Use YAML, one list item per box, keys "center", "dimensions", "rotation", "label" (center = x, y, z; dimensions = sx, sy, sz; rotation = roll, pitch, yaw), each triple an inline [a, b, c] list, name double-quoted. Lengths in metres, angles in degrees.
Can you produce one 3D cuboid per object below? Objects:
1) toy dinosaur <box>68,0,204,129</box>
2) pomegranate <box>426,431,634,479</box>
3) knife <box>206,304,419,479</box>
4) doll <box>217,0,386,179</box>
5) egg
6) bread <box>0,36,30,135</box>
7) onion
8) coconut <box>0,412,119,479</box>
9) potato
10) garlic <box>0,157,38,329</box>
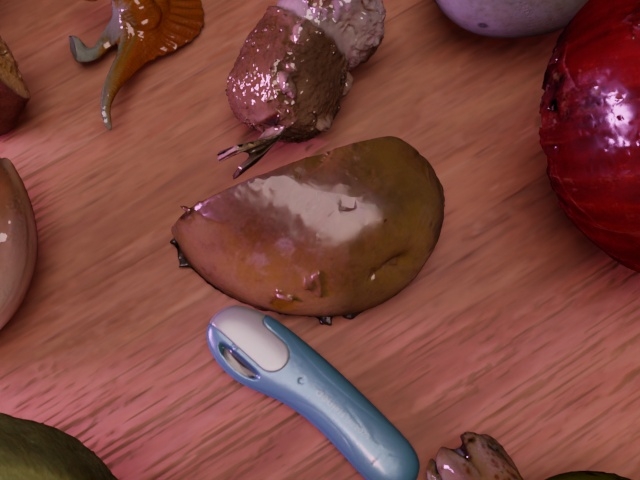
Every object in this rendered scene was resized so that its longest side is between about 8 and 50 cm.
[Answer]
- center: [-0.164, -0.209, 0.928]
  dimensions: [0.142, 0.057, 0.212]
  rotation: [-11, 88, -24]
  label: "toy dinosaur"
- center: [0.175, 0.248, 0.758]
  dimensions: [0.202, 0.202, 0.248]
  rotation: [-29, 51, -8]
  label: "pomegranate"
- center: [-0.006, 0.135, 0.848]
  dimensions: [0.222, 0.031, 0.064]
  rotation: [40, 74, 4]
  label: "knife"
- center: [-0.021, -0.145, 0.878]
  dimensions: [0.115, 0.105, 0.221]
  rotation: [12, 73, 39]
  label: "doll"
- center: [0.203, -0.275, 0.884]
  dimensions: [0.237, 0.169, 0.169]
  rotation: [-30, 79, -10]
  label: "egg"
- center: [-0.319, -0.141, 0.866]
  dimensions: [0.119, 0.192, 0.067]
  rotation: [11, 58, -33]
  label: "bread"
- center: [0.306, -0.105, 0.796]
  dimensions: [0.276, 0.276, 0.276]
  rotation: [0, 76, -1]
  label: "onion"
- center: [-0.255, 0.275, 0.682]
  dimensions: [0.329, 0.328, 0.281]
  rotation: [17, 47, 3]
  label: "coconut"
- center: [0.000, 0.000, 0.850]
  dimensions: [0.243, 0.098, 0.138]
  rotation: [-23, 79, -6]
  label: "potato"
- center: [-0.349, 0.009, 0.810]
  dimensions: [0.217, 0.110, 0.228]
  rotation: [29, 95, -9]
  label: "garlic"
